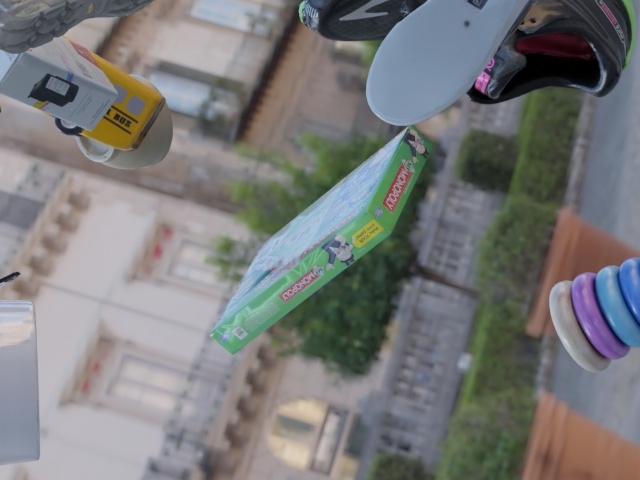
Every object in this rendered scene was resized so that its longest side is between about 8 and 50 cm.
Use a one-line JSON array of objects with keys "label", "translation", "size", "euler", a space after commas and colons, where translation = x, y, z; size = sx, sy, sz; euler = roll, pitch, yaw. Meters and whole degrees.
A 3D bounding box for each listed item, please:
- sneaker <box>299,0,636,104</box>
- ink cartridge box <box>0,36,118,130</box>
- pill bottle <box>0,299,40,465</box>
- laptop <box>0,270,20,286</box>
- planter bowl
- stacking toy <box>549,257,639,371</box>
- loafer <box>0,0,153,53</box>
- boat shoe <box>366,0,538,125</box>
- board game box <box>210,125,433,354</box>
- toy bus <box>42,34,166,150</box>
[{"label": "sneaker", "translation": [0.210, -0.305, 2.079], "size": [0.185, 0.483, 0.202], "euler": [98, 178, -52]}, {"label": "ink cartridge box", "translation": [-0.386, -0.239, 2.056], "size": [0.175, 0.127, 0.072], "euler": [22, -67, -46]}, {"label": "pill bottle", "translation": [-0.372, 0.121, 1.196], "size": [0.160, 0.283, 0.160], "euler": [178, 90, -77]}, {"label": "laptop", "translation": [-0.519, 0.262, 1.610], "size": [0.382, 0.236, 0.408], "euler": [-29, -57, -52]}, {"label": "planter bowl", "translation": [-0.345, -0.191, 2.498], "size": [0.109, 0.162, 0.162], "euler": [-24, -44, -49]}, {"label": "stacking toy", "translation": [0.489, 0.060, 2.051], "size": [0.330, 0.141, 0.141], "euler": [-28, 19, 26]}, {"label": "loafer", "translation": [-0.285, -0.322, 1.778], "size": [0.319, 0.111, 0.112], "euler": [-29, -16, -44]}, {"label": "boat shoe", "translation": [0.105, -0.149, 1.005], "size": [0.183, 0.065, 0.083], "euler": [-50, -10, 5]}, {"label": "board game box", "translation": [0.000, 0.000, 1.920], "size": [0.317, 0.046, 0.213], "euler": [-38, 15, 37]}, {"label": "toy bus", "translation": [-0.417, -0.255, 2.313], "size": [0.130, 0.333, 0.108], "euler": [-58, 2, 2]}]
